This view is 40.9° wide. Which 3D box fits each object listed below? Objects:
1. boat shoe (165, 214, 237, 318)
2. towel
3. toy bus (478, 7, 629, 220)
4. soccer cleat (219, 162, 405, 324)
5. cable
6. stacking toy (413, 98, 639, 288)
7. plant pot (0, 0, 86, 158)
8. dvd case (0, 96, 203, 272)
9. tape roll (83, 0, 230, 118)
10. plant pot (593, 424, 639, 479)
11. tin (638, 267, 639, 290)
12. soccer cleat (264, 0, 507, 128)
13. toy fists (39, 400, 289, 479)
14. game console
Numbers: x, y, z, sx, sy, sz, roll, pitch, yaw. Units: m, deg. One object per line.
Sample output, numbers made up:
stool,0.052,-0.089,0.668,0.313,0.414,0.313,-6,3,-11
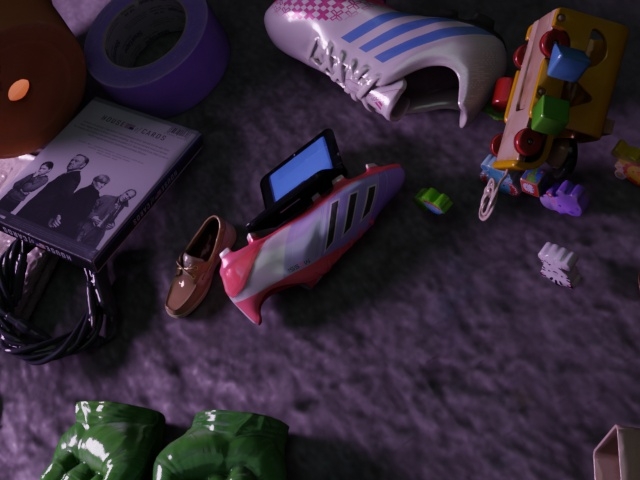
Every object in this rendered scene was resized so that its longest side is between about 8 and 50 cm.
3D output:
boat shoe,-0.152,0.028,1.039,0.050,0.045,0.135,18,71,27
towel,-0.425,-0.002,1.152,0.187,0.049,0.282,11,69,25
toy bus,0.248,-0.134,0.887,0.104,0.202,0.191,14,48,-5
soccer cleat,0.000,0.000,0.990,0.248,0.083,0.095,-31,82,-1
cable,-0.337,0.063,1.068,0.150,0.047,0.185,-21,71,-6
stacking toy,0.232,-0.059,0.944,0.221,0.052,0.167,28,69,35
plant pot,-0.454,-0.242,1.152,0.203,0.291,0.291,38,81,27
dvd case,-0.288,-0.081,1.105,0.179,0.030,0.239,21,55,20
tape roll,-0.228,-0.268,1.200,0.188,0.080,0.189,-9,62,16
plant pot,0.299,0.227,0.745,0.096,0.109,0.109,1,64,6
tin,0.410,0.038,0.838,0.189,0.040,0.106,-10,57,15
soccer cleat,0.058,-0.222,1.050,0.331,0.116,0.143,14,67,25
toy fists,-0.167,0.249,0.902,0.279,0.096,0.142,0,65,18
game console,-0.037,-0.073,1.016,0.122,0.107,0.071,-36,81,24
